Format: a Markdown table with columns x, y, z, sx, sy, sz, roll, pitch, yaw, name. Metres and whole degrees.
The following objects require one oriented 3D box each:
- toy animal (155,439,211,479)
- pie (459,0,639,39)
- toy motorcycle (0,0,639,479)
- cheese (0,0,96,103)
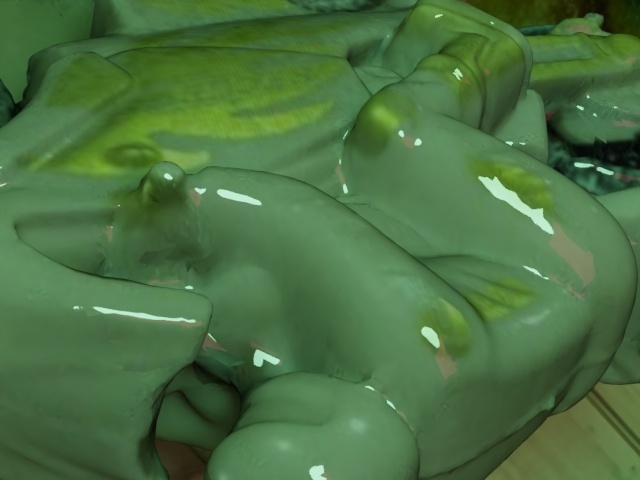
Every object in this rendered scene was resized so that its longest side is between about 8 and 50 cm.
| x | y | z | sx | sy | sz | roll | pitch | yaw | name |
| --- | --- | --- | --- | --- | --- | --- | --- | --- | --- |
| -0.076 | 0.045 | 0.587 | 0.212 | 0.124 | 0.124 | 39 | 75 | -22 | toy animal |
| 0.105 | -0.156 | 0.683 | 0.338 | 0.075 | 0.337 | -8 | 105 | -31 | pie |
| 0.000 | 0.000 | 0.522 | 0.341 | 0.223 | 0.107 | -4 | 131 | -24 | toy motorcycle |
| -0.221 | -0.063 | 0.528 | 0.400 | 0.034 | 0.085 | 8 | 91 | -32 | cheese |
